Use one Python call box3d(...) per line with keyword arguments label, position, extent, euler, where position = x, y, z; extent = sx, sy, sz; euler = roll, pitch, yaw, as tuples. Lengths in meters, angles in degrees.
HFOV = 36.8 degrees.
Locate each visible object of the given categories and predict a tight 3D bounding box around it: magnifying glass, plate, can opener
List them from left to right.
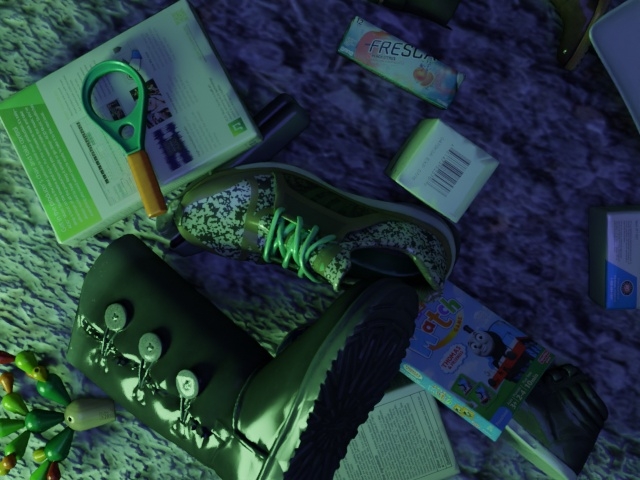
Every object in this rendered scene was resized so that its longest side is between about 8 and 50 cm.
box3d(label="magnifying glass", position=(-0.262, -0.141, 1.324), extent=(0.092, 0.026, 0.230), euler=(-22, 82, 4))
box3d(label="can opener", position=(-0.124, -0.091, 1.423), extent=(0.283, 0.076, 0.095), euler=(-41, 129, 3))
box3d(label="plate", position=(0.542, -0.263, 1.393), extent=(0.277, 0.045, 0.278), euler=(-35, 109, -6))

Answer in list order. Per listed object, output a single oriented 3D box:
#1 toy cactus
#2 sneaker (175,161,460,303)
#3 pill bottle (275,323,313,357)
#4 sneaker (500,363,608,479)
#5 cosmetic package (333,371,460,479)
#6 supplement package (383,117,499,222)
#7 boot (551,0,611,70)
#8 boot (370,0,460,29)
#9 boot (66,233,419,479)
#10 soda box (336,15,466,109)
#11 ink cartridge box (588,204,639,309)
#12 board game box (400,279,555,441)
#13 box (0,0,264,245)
box3d(label="toy cactus", position=(-0.400, 0.264, 1.441), extent=(0.181, 0.112, 0.218), euler=(-7, 89, -11))
box3d(label="sneaker", position=(0.000, 0.000, 1.327), extent=(0.411, 0.182, 0.158), euler=(10, 109, -2))
box3d(label="pill bottle", position=(-0.011, 0.193, 1.392), extent=(0.112, 0.186, 0.111), euler=(0, 98, -2))
box3d(label="sneaker", position=(0.304, 0.220, 1.459), extent=(0.296, 0.104, 0.147), euler=(41, 76, 4))
box3d(label="cosmetic package", position=(0.035, 0.315, 1.447), extent=(0.310, 0.113, 0.160), euler=(-19, 97, 1))
box3d(label="supplement package", position=(0.166, -0.103, 1.363), extent=(0.105, 0.179, 0.105), euler=(34, 94, -5))
box3d(label="boot", position=(0.325, -0.390, 1.397), extent=(0.207, 0.090, 0.248), euler=(19, 101, 10))
box3d(label="boot", position=(0.165, -0.415, 1.385), extent=(0.137, 0.077, 0.197), euler=(22, 109, -9))
box3d(label="boot", position=(-0.127, 0.116, 1.287), extent=(0.445, 0.146, 0.367), euler=(34, 99, 36))
box3d(label="soda box", position=(0.115, -0.257, 1.401), extent=(0.183, 0.063, 0.058), euler=(27, 96, -5))
box3d(label="ink cartridge box", position=(0.513, 0.021, 1.437), extent=(0.203, 0.086, 0.148), euler=(-2, 98, -2))
box3d(label="board game box", position=(0.209, 0.165, 1.396), extent=(0.211, 0.039, 0.160), euler=(35, 57, 15))
box3d(label="box", position=(-0.273, -0.167, 1.370), extent=(0.322, 0.058, 0.232), euler=(-28, 81, 3))
